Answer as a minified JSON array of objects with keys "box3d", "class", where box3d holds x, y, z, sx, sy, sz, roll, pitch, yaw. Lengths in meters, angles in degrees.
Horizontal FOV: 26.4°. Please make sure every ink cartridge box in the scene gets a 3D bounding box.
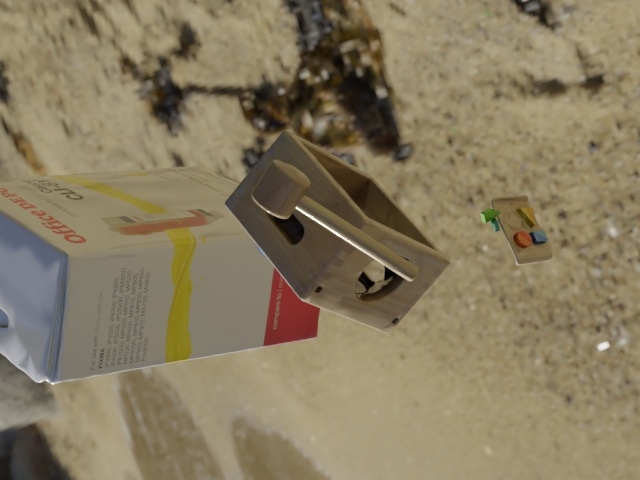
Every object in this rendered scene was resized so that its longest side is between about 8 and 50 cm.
[{"box3d":[-0.223,0.027,1.648,0.279,0.384,0.161,26,114,43],"class":"ink cartridge box"}]

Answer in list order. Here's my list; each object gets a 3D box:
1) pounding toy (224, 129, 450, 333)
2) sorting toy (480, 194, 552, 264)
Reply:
[{"box3d":[0.001,0.004,1.069,0.206,0.094,0.181,24,-160,-50],"class":"pounding toy"},{"box3d":[0.167,-0.010,1.165,0.012,0.083,0.062,-30,74,38],"class":"sorting toy"}]
